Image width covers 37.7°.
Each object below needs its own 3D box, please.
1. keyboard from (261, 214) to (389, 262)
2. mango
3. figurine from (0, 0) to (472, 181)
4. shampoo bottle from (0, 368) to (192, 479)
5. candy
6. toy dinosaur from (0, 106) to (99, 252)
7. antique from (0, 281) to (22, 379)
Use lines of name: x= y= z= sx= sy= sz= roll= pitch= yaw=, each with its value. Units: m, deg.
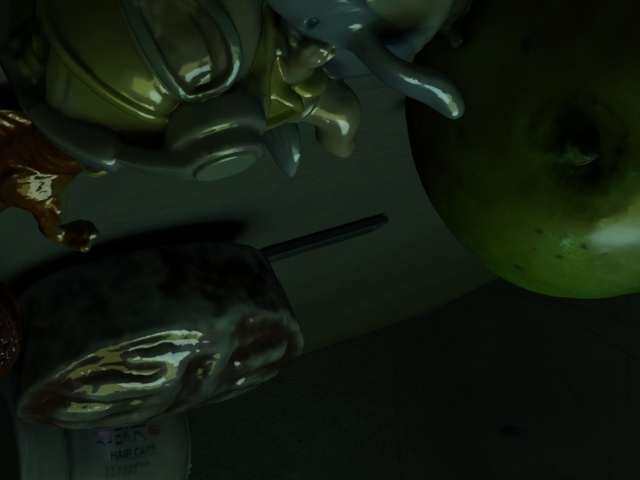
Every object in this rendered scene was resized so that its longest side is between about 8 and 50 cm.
keyboard: x=0.000 y=0.001 z=1.172 sx=0.176 sy=0.014 sz=0.055 roll=-16 pitch=170 yaw=-25
mango: x=0.161 y=-0.081 z=0.526 sx=0.201 sy=0.225 sz=0.382 roll=18 pitch=-173 yaw=15
figurine: x=-0.028 y=-0.084 z=0.369 sx=0.184 sy=0.128 sz=0.208 roll=-17 pitch=174 yaw=-9
shampoo bottle: x=-0.323 y=0.264 z=1.162 sx=0.273 sy=0.273 sz=0.266 roll=-29 pitch=159 yaw=36
candy: x=-0.162 y=0.090 z=0.913 sx=0.290 sy=0.157 sz=0.214 roll=-6 pitch=149 yaw=-35
toy dinosaur: x=-0.163 y=-0.041 z=0.513 sx=0.212 sy=0.057 sz=0.142 roll=-25 pitch=158 yaw=16
antique: x=-0.285 y=0.074 z=0.733 sx=0.104 sy=0.104 sz=0.104 roll=-21 pitch=170 yaw=-4
